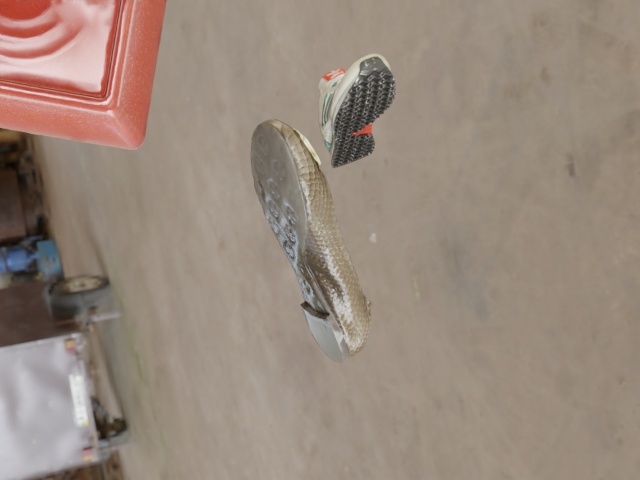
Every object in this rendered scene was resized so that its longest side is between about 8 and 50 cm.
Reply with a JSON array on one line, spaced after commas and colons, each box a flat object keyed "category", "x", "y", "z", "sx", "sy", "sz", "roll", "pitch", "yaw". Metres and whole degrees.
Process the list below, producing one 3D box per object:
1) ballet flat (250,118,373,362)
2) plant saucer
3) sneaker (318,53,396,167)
[{"category": "ballet flat", "x": 0.000, "y": 0.000, "z": 0.848, "sx": 0.084, "sy": 0.058, "sz": 0.250, "roll": 27, "pitch": 142, "yaw": 53}, {"category": "plant saucer", "x": -0.275, "y": -0.234, "z": 0.888, "sx": 0.048, "sy": 0.258, "sz": 0.259, "roll": 179, "pitch": 100, "yaw": -81}, {"category": "sneaker", "x": 0.021, "y": -0.131, "z": 0.859, "sx": 0.161, "sy": 0.057, "sz": 0.075, "roll": 103, "pitch": 145, "yaw": -67}]
